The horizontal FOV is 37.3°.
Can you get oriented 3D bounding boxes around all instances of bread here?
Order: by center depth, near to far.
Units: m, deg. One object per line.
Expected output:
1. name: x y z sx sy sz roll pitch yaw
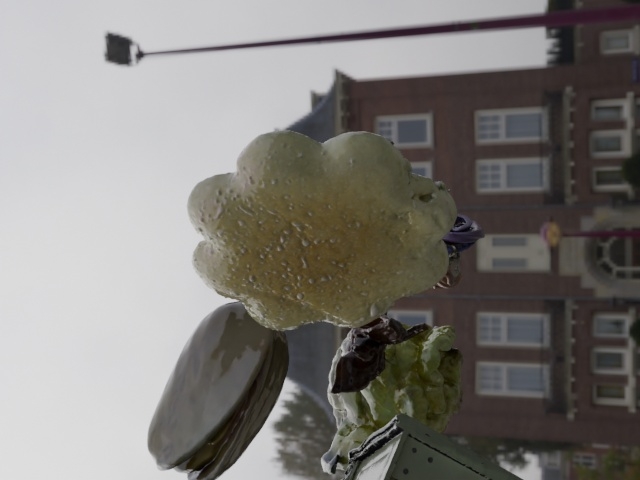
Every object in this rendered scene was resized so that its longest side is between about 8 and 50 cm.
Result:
1. bread: 0.000 0.000 1.075 0.054 0.316 0.316 -94 -14 -46

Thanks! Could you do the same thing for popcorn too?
1. popcorn: 0.140 0.264 1.729 0.293 0.237 0.292 -170 90 -73

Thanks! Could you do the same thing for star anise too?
1. star anise: 0.080 0.155 1.511 0.196 0.111 0.212 -63 20 8

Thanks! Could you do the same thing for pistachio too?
1. pistachio: -0.139 0.224 1.405 0.166 0.197 0.287 28 -107 -27

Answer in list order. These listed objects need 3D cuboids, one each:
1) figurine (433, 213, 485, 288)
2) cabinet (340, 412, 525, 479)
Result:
1. figurine: 0.237 0.017 1.808 0.126 0.114 0.157 -75 5 -56
2. cabinet: 0.136 0.464 1.281 0.318 0.290 0.227 -63 4 -31
